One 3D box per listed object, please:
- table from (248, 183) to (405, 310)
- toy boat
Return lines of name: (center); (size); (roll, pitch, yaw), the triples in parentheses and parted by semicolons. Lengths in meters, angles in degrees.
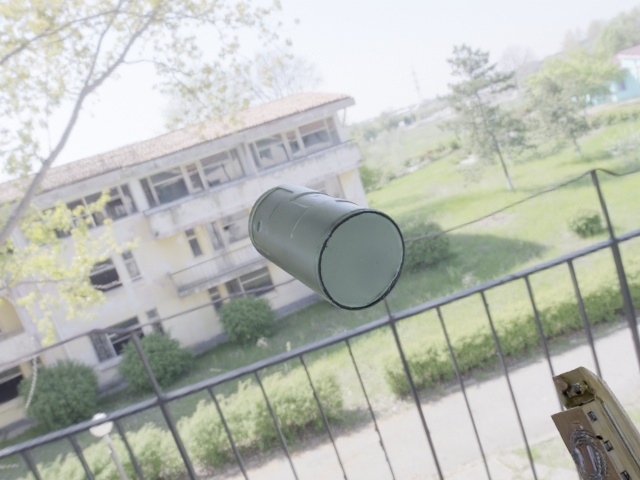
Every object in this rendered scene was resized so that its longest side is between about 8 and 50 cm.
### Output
table: (0.000, 0.000, 0.723); (0.126, 0.126, 0.220); (-23, 23, -22)
toy boat: (0.321, 0.239, 0.592); (0.077, 0.200, 0.057); (-9, -25, -35)
